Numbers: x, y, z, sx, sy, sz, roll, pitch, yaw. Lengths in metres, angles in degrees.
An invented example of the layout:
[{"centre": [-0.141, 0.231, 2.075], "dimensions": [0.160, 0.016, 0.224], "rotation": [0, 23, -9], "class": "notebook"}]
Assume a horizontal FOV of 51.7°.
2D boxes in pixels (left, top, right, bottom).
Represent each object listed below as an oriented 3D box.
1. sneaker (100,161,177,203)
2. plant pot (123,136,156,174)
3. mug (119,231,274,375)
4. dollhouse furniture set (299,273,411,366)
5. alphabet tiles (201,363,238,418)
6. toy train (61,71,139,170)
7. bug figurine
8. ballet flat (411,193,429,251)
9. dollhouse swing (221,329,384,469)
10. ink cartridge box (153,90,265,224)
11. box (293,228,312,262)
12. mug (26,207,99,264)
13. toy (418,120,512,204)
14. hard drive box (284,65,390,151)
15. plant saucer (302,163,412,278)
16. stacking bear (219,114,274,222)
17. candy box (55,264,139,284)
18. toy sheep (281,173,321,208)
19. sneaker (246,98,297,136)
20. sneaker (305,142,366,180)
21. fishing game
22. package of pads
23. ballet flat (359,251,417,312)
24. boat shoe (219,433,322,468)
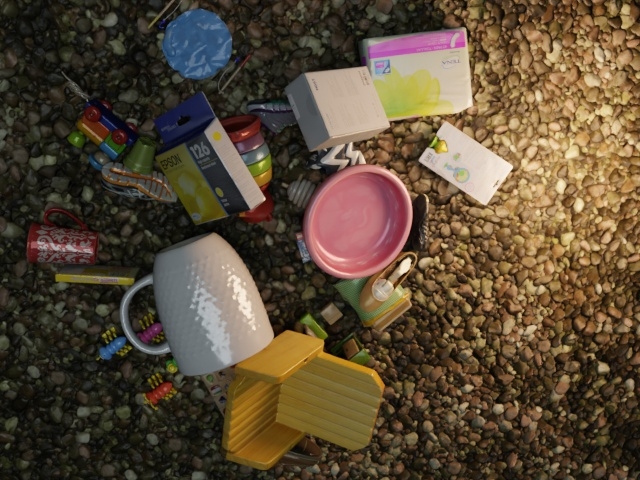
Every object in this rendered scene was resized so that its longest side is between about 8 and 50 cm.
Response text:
[{"centre": [-0.497, -0.146, 1.810], "dimensions": [0.215, 0.084, 0.083], "rotation": [20, 138, -21], "class": "sneaker"}, {"centre": [-0.477, -0.232, 1.774], "dimensions": [0.083, 0.083, 0.079], "rotation": [23, 117, -11], "class": "plant pot"}, {"centre": [-0.354, 0.173, 1.789], "dimensions": [0.374, 0.276, 0.327], "rotation": [-20, 98, -5], "class": "mug"}, {"centre": [0.114, 0.214, 1.920], "dimensions": [0.302, 0.151, 0.197], "rotation": [-40, 104, 2], "class": "dollhouse furniture set"}, {"centre": [-0.225, 0.405, 1.988], "dimensions": [0.237, 0.009, 0.198], "rotation": [-26, 105, -3], "class": "alphabet tiles"}, {"centre": [-0.621, -0.309, 1.750], "dimensions": [0.248, 0.105, 0.143], "rotation": [42, 107, -13], "class": "toy train"}, {"centre": [-0.496, 0.344, 1.911], "dimensions": [0.216, 0.072, 0.279], "rotation": [-41, 103, 2], "class": "bug figurine"}, {"centre": [0.296, -0.053, 1.950], "dimensions": [0.058, 0.049, 0.173], "rotation": [10, 104, 36], "class": "ballet flat"}, {"centre": [-0.046, 0.482, 1.812], "dimensions": [0.305, 0.315, 0.346], "rotation": [26, 123, 26], "class": "dollhouse swing"}, {"centre": [-0.315, -0.198, 1.715], "dimensions": [0.072, 0.304, 0.307], "rotation": [-42, 108, -32], "class": "ink cartridge box"}, {"centre": [0.000, 0.000, 1.924], "dimensions": [0.137, 0.027, 0.093], "rotation": [-17, 105, -4], "class": "box"}, {"centre": [-0.694, -0.003, 1.795], "dimensions": [0.170, 0.113, 0.150], "rotation": [6, 103, -12], "class": "mug"}, {"centre": [0.417, -0.225, 1.917], "dimensions": [0.237, 0.056, 0.136], "rotation": [32, 100, -8], "class": "toy"}, {"centre": [0.047, -0.346, 1.716], "dimensions": [0.232, 0.089, 0.181], "rotation": [-18, 85, -41], "class": "hard drive box"}, {"centre": [0.097, -0.057, 1.857], "dimensions": [0.332, 0.084, 0.331], "rotation": [-9, 111, -23], "class": "plant saucer"}, {"centre": [-0.206, -0.180, 1.798], "dimensions": [0.164, 0.176, 0.288], "rotation": [-39, 125, -44], "class": "stacking bear"}, {"centre": [-0.612, 0.094, 1.826], "dimensions": [0.206, 0.105, 0.027], "rotation": [4, 101, -8], "class": "candy box"}, {"centre": [-0.048, -0.135, 1.863], "dimensions": [0.132, 0.091, 0.091], "rotation": [23, 98, 3], "class": "toy sheep"}, {"centre": [-0.090, -0.334, 1.806], "dimensions": [0.224, 0.083, 0.098], "rotation": [5, 114, 16], "class": "sneaker"}, {"centre": [0.011, -0.267, 1.834], "dimensions": [0.153, 0.094, 0.234], "rotation": [-31, 114, -9], "class": "sneaker"}, {"centre": [-0.328, -0.521, 1.768], "dimensions": [0.264, 0.041, 0.189], "rotation": [38, 94, -5], "class": "fishing game"}, {"centre": [0.264, -0.453, 1.825], "dimensions": [0.297, 0.101, 0.229], "rotation": [-9, 102, -5], "class": "package of pads"}, {"centre": [0.196, 0.111, 1.903], "dimensions": [0.080, 0.073, 0.232], "rotation": [45, 65, -8], "class": "ballet flat"}, {"centre": [-0.153, 0.636, 2.007], "dimensions": [0.308, 0.110, 0.104], "rotation": [17, 103, 0], "class": "boat shoe"}]
